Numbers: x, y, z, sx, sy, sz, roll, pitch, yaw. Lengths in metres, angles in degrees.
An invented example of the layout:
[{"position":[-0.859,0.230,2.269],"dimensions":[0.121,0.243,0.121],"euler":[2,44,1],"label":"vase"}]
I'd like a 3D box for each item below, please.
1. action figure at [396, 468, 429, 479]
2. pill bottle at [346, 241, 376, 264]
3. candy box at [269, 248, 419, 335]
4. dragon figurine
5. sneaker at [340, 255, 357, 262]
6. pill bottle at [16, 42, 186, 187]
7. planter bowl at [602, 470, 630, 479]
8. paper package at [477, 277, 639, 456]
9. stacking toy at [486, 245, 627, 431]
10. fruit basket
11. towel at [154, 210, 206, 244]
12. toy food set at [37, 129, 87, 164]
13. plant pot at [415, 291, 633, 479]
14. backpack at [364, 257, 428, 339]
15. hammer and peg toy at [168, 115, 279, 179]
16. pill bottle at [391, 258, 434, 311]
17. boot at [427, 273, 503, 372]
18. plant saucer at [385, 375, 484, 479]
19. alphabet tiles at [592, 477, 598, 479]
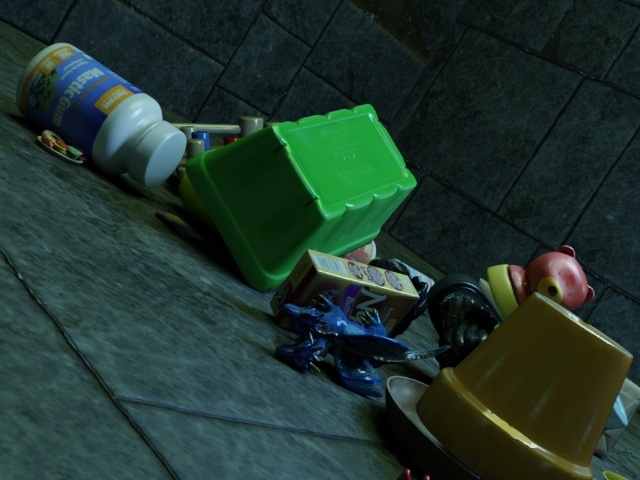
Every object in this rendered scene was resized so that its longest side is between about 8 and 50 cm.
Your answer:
[{"position":[0.094,0.253,0.795],"dimensions":[0.038,0.030,0.115],"euler":[25,13,-11],"label":"action figure"},{"position":[0.000,0.000,1.777],"dimensions":[0.216,0.121,0.121],"euler":[31,6,-32],"label":"pill bottle"},{"position":[0.036,0.085,1.241],"dimensions":[0.186,0.109,0.053],"euler":[14,34,-35],"label":"candy box"},{"position":[0.056,0.146,1.140],"dimensions":[0.289,0.085,0.144],"euler":[25,11,-23],"label":"dragon figurine"},{"position":[-0.021,0.028,1.594],"dimensions":[0.261,0.104,0.125],"euler":[34,10,28],"label":"sneaker"},{"position":[-0.368,-0.207,1.487],"dimensions":[0.272,0.152,0.152],"euler":[33,7,13],"label":"pill bottle"},{"position":[0.415,0.381,1.058],"dimensions":[0.217,0.090,0.217],"euler":[32,5,-3],"label":"planter bowl"},{"position":[0.452,0.258,1.811],"dimensions":[0.309,0.168,0.325],"euler":[31,6,-22],"label":"paper package"},{"position":[0.361,0.178,1.245],"dimensions":[0.309,0.130,0.279],"euler":[60,20,-11],"label":"stacking toy"},{"position":[-0.079,-0.069,1.489],"dimensions":[0.283,0.392,0.392],"euler":[60,10,6],"label":"fruit basket"},{"position":[-0.226,-0.022,1.410],"dimensions":[0.083,0.009,0.060],"euler":[37,7,29],"label":"towel"},{"position":[-0.417,-0.149,1.409],"dimensions":[0.082,0.020,0.083],"euler":[31,6,-12],"label":"toy food set"},{"position":[0.243,0.169,0.982],"dimensions":[0.205,0.188,0.205],"euler":[32,7,-4],"label":"plant pot"},{"position":[0.098,0.102,1.432],"dimensions":[0.115,0.152,0.182],"euler":[48,-1,20],"label":"backpack"},{"position":[-0.192,-0.178,1.855],"dimensions":[0.265,0.127,0.361],"euler":[-5,16,-12],"label":"hammer and peg toy"},{"position":[0.224,0.116,2.141],"dimensions":[0.160,0.087,0.087],"euler":[30,7,-22],"label":"pill bottle"},{"position":[0.291,0.231,1.386],"dimensions":[0.348,0.131,0.260],"euler":[46,14,-17],"label":"boot"},{"position":[0.199,0.272,1.050],"dimensions":[0.310,0.050,0.310],"euler":[31,6,-4],"label":"plant saucer"},{"position":[0.479,0.438,1.295],"dimensions":[0.285,0.011,0.342],"euler":[30,7,-14],"label":"alphabet tiles"}]
